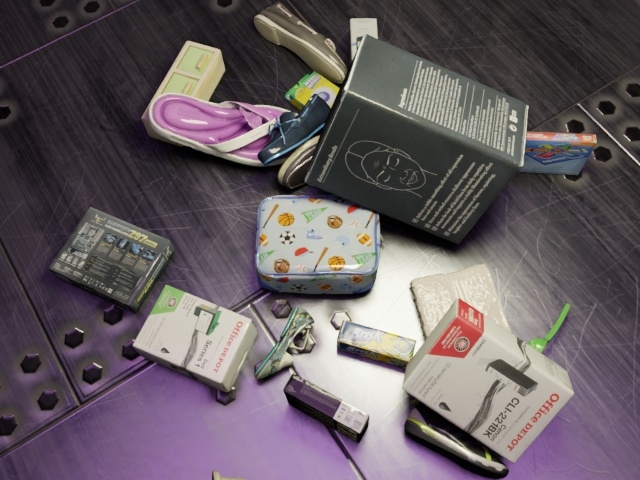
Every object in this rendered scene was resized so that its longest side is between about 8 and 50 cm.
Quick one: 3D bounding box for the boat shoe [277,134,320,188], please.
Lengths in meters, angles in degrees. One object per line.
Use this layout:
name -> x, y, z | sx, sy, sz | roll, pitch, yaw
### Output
boat shoe -> 0.027, -0.208, 1.708 | 0.285, 0.103, 0.092 | -33, 63, -19

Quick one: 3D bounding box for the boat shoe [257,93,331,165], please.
boat shoe -> -0.075, -0.273, 1.684 | 0.089, 0.109, 0.258 | 55, 49, -12

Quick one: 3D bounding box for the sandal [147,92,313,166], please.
sandal -> -0.216, -0.282, 1.705 | 0.416, 0.102, 0.169 | 4, 72, -13

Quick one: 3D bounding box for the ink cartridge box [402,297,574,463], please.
ink cartridge box -> 0.332, 0.280, 1.379 | 0.273, 0.114, 0.197 | 34, 108, 2

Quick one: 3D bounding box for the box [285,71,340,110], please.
box -> 0.001, -0.372, 1.819 | 0.179, 0.043, 0.105 | 37, 71, 19

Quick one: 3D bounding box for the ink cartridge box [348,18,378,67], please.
ink cartridge box -> 0.113, -0.474, 1.816 | 0.072, 0.127, 0.175 | -1, 65, -1

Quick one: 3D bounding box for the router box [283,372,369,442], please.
router box -> 0.013, 0.348, 1.425 | 0.179, 0.133, 0.046 | 26, 69, 13

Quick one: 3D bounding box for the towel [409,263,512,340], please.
towel -> 0.319, 0.194, 1.533 | 0.187, 0.049, 0.282 | -11, 64, -4

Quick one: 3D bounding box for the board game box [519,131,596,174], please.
board game box -> 0.501, -0.212, 1.666 | 0.281, 0.145, 0.027 | 3, 65, 4

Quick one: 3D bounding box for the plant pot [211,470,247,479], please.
plant pot -> -0.035, 0.577, 1.243 | 0.305, 0.334, 0.334 | -2, 64, -12

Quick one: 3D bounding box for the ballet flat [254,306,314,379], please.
ballet flat -> -0.073, 0.237, 1.523 | 0.070, 0.070, 0.188 | 28, 72, 14

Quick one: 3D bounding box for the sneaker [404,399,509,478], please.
sneaker -> 0.286, 0.400, 1.417 | 0.234, 0.084, 0.097 | 26, 67, 14

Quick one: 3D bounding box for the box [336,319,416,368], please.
box -> 0.122, 0.229, 1.518 | 0.168, 0.059, 0.054 | 15, 64, 9

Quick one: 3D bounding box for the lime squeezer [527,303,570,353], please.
lime squeezer -> 0.429, 0.225, 1.475 | 0.310, 0.059, 0.110 | -15, 42, -16

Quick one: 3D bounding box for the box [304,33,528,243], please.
box -> 0.206, -0.214, 1.527 | 0.395, 0.293, 0.212 | 22, 51, -6

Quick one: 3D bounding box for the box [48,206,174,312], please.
box -> -0.492, 0.043, 1.631 | 0.232, 0.059, 0.183 | 21, 67, 13

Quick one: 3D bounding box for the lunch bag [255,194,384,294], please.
lunch bag -> 0.000, 0.000, 1.604 | 0.303, 0.115, 0.243 | 1, 59, 1

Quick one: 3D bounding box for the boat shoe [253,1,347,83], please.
boat shoe -> -0.038, -0.549, 1.867 | 0.335, 0.112, 0.095 | 38, 76, 22

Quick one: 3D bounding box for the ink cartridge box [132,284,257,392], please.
ink cartridge box -> -0.272, 0.216, 1.521 | 0.219, 0.092, 0.160 | 19, 67, 12

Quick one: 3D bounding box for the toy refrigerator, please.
toy refrigerator -> -0.358, -0.391, 1.813 | 0.102, 0.094, 0.270 | 19, 66, 11
